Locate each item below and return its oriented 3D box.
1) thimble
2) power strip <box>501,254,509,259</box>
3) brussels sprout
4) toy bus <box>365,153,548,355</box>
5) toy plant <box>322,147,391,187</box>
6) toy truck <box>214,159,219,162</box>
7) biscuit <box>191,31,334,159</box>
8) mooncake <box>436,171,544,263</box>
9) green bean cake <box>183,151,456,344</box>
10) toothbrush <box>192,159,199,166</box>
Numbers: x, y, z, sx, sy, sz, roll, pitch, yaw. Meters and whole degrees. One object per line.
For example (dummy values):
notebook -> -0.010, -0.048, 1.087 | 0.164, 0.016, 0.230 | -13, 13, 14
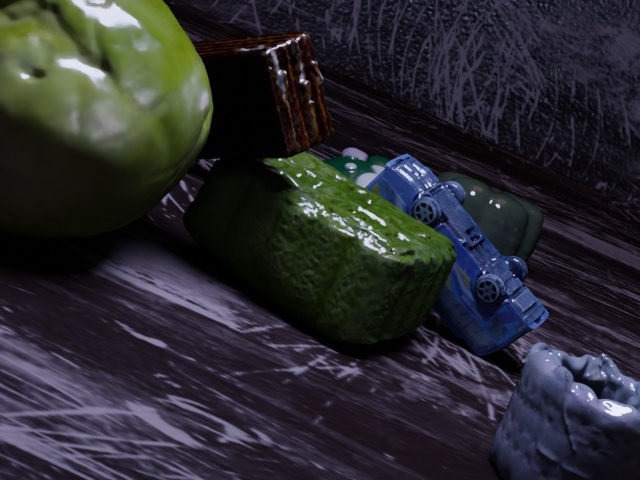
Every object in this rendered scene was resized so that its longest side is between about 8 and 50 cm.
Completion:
thimble -> 0.222, 0.165, 1.242 | 0.127, 0.118, 0.151 | 14, 16, -30
power strip -> 0.197, 0.045, 1.835 | 0.032, 0.056, 0.123 | 35, 17, 37
brussels sprout -> -0.239, -0.125, 1.288 | 0.316, 0.242, 0.274 | 11, 10, -27
toy bus -> 0.140, 0.016, 1.605 | 0.236, 0.094, 0.079 | 51, 34, 6
toy plant -> 0.061, -0.024, 1.724 | 0.232, 0.112, 0.243 | -5, 47, -50
toy truck -> -0.206, -0.177, 1.815 | 0.257, 0.140, 0.108 | 8, 11, 7
biscuit -> -0.153, -0.138, 1.484 | 0.388, 0.107, 0.073 | 3, 23, 45
mooncake -> 0.229, -0.030, 2.111 | 0.168, 0.104, 0.175 | 24, 8, 26
green bean cake -> 0.000, 0.000, 1.490 | 0.248, 0.125, 0.222 | 28, 13, 17
toothbrush -> -0.172, -0.088, 1.782 | 0.014, 0.017, 0.162 | 42, 13, 3
